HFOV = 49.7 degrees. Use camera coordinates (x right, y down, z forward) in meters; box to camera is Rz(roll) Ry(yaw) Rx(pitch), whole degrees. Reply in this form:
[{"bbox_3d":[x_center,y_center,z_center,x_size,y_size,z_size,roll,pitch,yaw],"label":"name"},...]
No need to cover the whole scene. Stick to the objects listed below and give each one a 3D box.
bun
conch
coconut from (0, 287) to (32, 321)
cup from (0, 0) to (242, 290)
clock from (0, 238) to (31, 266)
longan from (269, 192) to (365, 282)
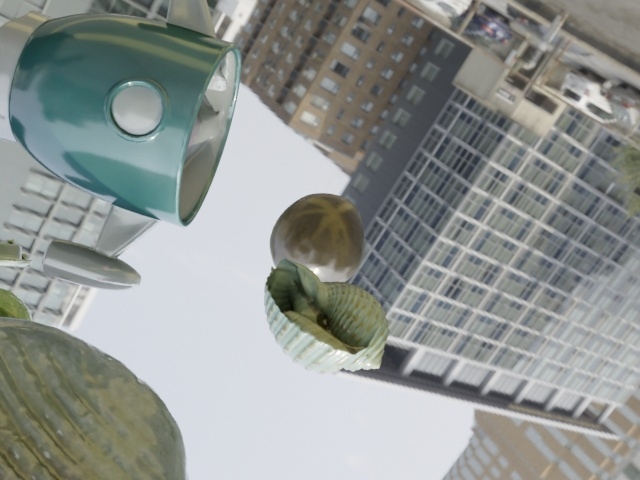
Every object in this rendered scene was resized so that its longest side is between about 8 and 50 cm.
[{"bbox_3d":[-0.283,0.229,0.537,0.362,0.211,0.362,11,-126,-16],"label":"bun"},{"bbox_3d":[0.001,0.097,0.767,0.153,0.102,0.135,22,-161,5],"label":"conch"},{"bbox_3d":[-0.346,0.095,0.723,0.088,0.088,0.096,28,-168,-14],"label":"coconut"},{"bbox_3d":[-0.170,-0.110,0.570,0.173,0.300,0.167,17,-178,0],"label":"cup"},{"bbox_3d":[-0.517,0.006,0.940,0.236,0.053,0.236,5,176,0],"label":"clock"},{"bbox_3d":[0.000,0.000,1.192,0.167,0.167,0.187,32,-143,0],"label":"longan"}]
